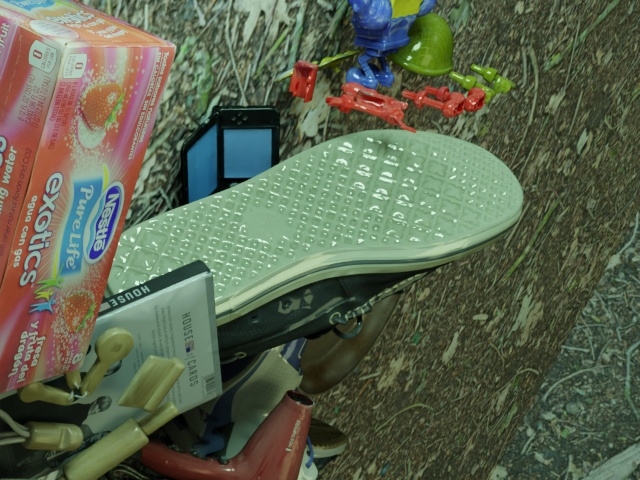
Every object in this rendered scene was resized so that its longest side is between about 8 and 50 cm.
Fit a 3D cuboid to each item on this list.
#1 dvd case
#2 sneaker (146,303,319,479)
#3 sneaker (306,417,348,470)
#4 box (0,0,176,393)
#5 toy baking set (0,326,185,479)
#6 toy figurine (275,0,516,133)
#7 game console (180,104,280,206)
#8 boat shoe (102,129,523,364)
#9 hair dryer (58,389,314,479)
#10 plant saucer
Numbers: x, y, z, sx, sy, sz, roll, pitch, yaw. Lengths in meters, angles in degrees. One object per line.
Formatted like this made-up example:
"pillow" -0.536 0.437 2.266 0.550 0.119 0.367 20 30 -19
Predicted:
"dvd case" -0.207 0.130 1.303 0.239 0.029 0.179 -23 138 -23
"sneaker" -0.073 0.212 1.682 0.182 0.127 0.315 20 105 -34
"sneaker" -0.075 0.341 1.924 0.282 0.099 0.153 -5 115 -55
"box" -0.251 -0.044 1.097 0.142 0.154 0.299 -14 127 -60
"toy baking set" -0.246 0.169 1.264 0.256 0.030 0.196 -37 138 -6
"toy figurine" 0.118 -0.275 1.572 0.362 0.191 0.217 -25 132 -56
"game console" -0.096 -0.078 1.472 0.071 0.107 0.122 -96 -173 -46
"boat shoe" -0.007 0.012 1.497 0.500 0.186 0.156 -20 150 -22
"hair dryer" -0.126 0.271 1.562 0.294 0.080 0.223 -32 125 -6
"plant saucer" 0.038 0.074 1.936 0.310 0.050 0.310 -45 150 -35
